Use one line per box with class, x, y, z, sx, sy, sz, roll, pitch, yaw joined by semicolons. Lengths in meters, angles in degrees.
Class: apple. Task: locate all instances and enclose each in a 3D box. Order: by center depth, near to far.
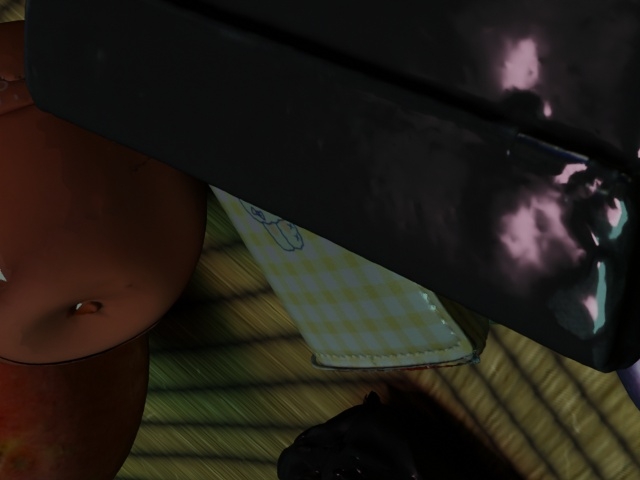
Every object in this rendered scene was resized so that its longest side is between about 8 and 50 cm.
apple;-0.318;0.101;1.318;0.364;0.364;0.364;35;153;21

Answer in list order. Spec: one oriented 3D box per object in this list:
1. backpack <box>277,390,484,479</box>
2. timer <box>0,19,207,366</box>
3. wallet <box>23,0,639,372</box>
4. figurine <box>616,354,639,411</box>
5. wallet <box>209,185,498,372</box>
backpack;0.058;0.220;1.190;0.206;0.133;0.258;35;160;3
timer;-0.195;-0.033;1.058;0.230;0.229;0.215;102;149;-61
wallet;0.002;-0.114;0.718;0.406;0.062;0.228;25;112;39
figurine;0.230;0.062;0.673;0.222;0.145;0.145;47;155;3
wallet;-0.015;-0.059;0.933;0.310;0.077;0.223;58;153;-15
